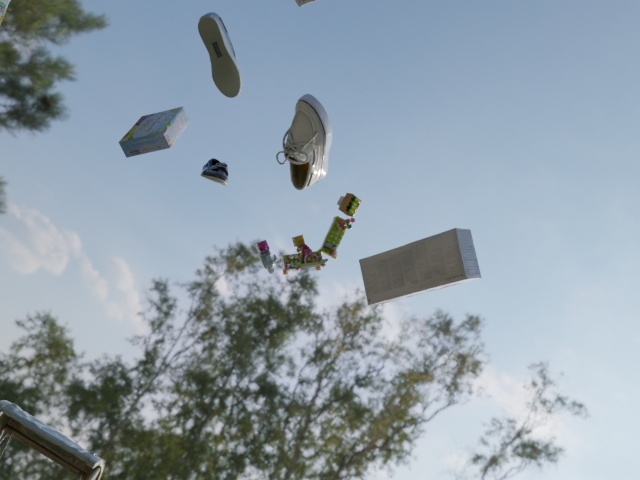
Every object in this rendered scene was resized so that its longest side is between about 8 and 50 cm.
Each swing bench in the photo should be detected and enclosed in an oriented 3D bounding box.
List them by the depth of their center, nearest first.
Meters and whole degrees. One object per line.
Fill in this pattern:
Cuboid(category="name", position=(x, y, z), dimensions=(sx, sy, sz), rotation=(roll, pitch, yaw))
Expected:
Cuboid(category="swing bench", position=(-0.636, 0.517, 1.408), dimensions=(0.253, 0.254, 0.165), rotation=(30, -15, 5))

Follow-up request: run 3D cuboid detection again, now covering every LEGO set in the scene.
Cuboid(category="LEGO set", position=(0.000, 0.000, 1.512), dimensions=(0.132, 0.287, 0.107), rotation=(61, -13, -4))

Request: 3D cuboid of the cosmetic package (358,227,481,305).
Cuboid(category="cosmetic package", position=(0.189, 0.055, 1.274), dimensions=(0.239, 0.060, 0.099), rotation=(-20, -107, 41))

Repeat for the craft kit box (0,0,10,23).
Cuboid(category="craft kit box", position=(-0.941, -0.612, 1.674), dimensions=(0.061, 0.246, 0.250), rotation=(24, 2, 31))

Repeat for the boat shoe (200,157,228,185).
Cuboid(category="boat shoe", position=(-0.296, -0.199, 1.845), dimensions=(0.075, 0.065, 0.206), rotation=(23, 3, -20))

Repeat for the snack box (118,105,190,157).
Cuboid(category="snack box", position=(-0.567, -0.374, 2.245), dimensions=(0.174, 0.207, 0.070), rotation=(-9, -56, 18))

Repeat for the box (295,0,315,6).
Cuboid(category="box", position=(-0.041, -0.654, 1.470), dimensions=(0.114, 0.103, 0.203), rotation=(-7, -44, 33))

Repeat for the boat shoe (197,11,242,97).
Cuboid(category="boat shoe", position=(-0.259, -0.499, 1.750), dimensions=(0.079, 0.081, 0.227), rotation=(-6, -57, 16))

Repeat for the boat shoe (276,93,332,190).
Cuboid(category="boat shoe", position=(-0.065, -0.287, 2.055), dimensions=(0.136, 0.156, 0.367), rotation=(39, -26, 20))
